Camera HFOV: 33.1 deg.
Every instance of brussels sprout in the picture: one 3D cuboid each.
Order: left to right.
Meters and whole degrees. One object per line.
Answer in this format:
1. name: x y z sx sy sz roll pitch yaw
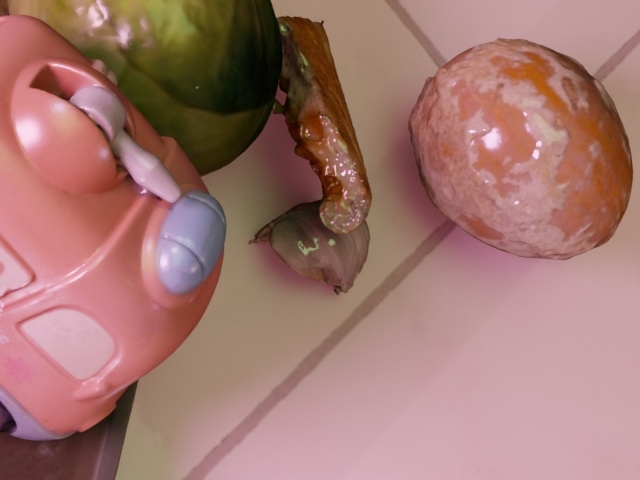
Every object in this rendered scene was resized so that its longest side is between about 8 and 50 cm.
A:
1. brussels sprout: -0.139 -0.172 0.838 0.219 0.210 0.271 -46 126 -59

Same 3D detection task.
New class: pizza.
1. pizza: -0.003 -0.113 0.950 0.056 0.134 0.271 -22 58 11

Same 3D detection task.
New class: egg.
1. egg: 0.193 -0.082 1.020 0.233 0.195 0.195 34 63 -9

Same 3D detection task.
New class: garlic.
1. garlic: 0.004 0.002 0.966 0.094 0.074 0.113 51 44 7

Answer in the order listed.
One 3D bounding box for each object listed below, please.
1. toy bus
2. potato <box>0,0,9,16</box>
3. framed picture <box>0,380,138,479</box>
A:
1. toy bus: -0.185 -0.015 0.715 0.287 0.232 0.194 52 37 -25
2. potato: -0.345 -0.166 0.795 0.234 0.146 0.150 -6 60 -40
3. framed picture: -0.342 0.076 0.744 0.446 0.028 0.326 24 48 -19
